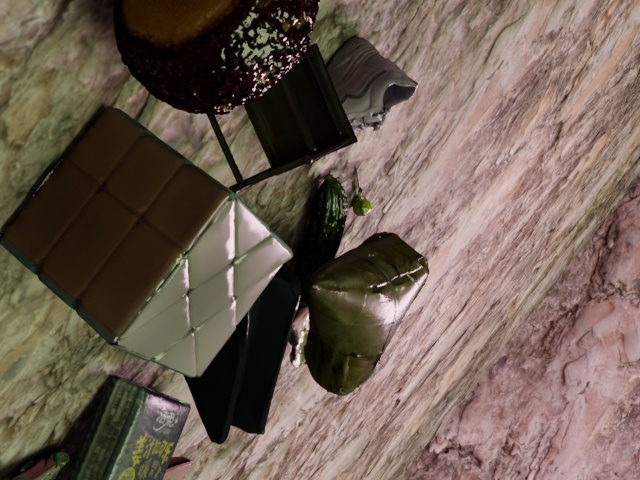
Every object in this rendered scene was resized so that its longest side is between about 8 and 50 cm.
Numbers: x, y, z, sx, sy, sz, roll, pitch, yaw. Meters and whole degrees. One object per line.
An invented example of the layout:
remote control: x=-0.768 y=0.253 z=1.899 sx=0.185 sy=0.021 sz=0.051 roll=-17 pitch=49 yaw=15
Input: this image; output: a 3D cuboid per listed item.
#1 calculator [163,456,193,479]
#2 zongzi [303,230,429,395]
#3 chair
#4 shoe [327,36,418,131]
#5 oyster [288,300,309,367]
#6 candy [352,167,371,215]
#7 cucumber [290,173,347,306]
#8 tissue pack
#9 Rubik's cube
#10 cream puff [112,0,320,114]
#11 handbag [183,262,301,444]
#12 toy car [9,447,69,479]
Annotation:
calculator: x=-0.384 y=0.522 z=1.669 sx=0.329 sy=0.048 sz=0.220 roll=-23 pitch=141 yaw=-44
zongzi: x=0.023 y=0.162 z=1.615 sx=0.360 sy=0.160 sz=0.323 roll=-18 pitch=134 yaw=-60
chair: x=-0.041 y=-0.168 z=1.209 sx=0.141 sy=0.155 sz=0.260 roll=-19 pitch=-172 yaw=27
shoe: x=0.039 y=-0.203 z=1.423 sx=0.245 sy=0.137 sz=0.095 roll=-49 pitch=149 yaw=-13
oyster: x=0.001 y=0.160 z=1.850 sx=0.214 sy=0.083 sz=0.223 roll=-49 pitch=148 yaw=-21
candy: x=0.077 y=-0.095 z=1.742 sx=0.035 sy=0.035 sz=0.123 roll=-43 pitch=144 yaw=-30
cucumber: x=0.001 y=0.000 z=1.667 sx=0.077 sy=0.077 sz=0.265 roll=-22 pitch=140 yaw=-49
tissue pack: x=-0.317 y=0.365 z=1.469 sx=0.257 sy=0.081 sz=0.185 roll=-69 pitch=158 yaw=-13
Rubik's cube: x=-0.212 y=0.008 z=1.140 sx=0.221 sy=0.224 sz=0.231 roll=-53 pitch=154 yaw=-5
cream puff: x=-0.110 y=-0.251 z=0.997 sx=0.239 sy=0.239 sz=0.165 roll=-56 pitch=146 yaw=1
handbag: x=-0.141 y=0.119 z=1.400 sx=0.118 sy=0.269 sz=0.326 roll=-6 pitch=131 yaw=-29
toy car: x=-0.440 y=0.365 z=1.373 sx=0.142 sy=0.055 sz=0.069 roll=-32 pitch=156 yaw=-57
